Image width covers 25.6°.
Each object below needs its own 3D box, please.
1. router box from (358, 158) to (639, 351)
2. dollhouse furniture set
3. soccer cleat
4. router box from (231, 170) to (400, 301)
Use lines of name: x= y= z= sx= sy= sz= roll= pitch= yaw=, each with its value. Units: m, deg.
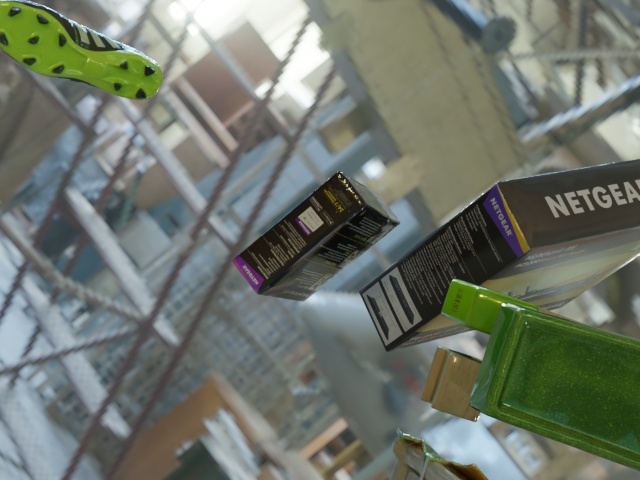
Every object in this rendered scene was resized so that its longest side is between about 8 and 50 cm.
router box: x=0.232 y=0.012 z=1.536 sx=0.309 sy=0.243 sz=0.081 roll=-11 pitch=69 yaw=-41
dollhouse furniture set: x=0.153 y=0.202 z=1.152 sx=0.151 sy=0.301 sz=0.197 roll=18 pitch=1 yaw=-12
soccer cleat: x=-0.237 y=-0.182 z=1.350 sx=0.179 sy=0.060 sz=0.072 roll=22 pitch=11 yaw=-21
router box: x=0.000 y=0.000 z=1.370 sx=0.046 sy=0.133 sz=0.179 roll=52 pitch=7 yaw=12
